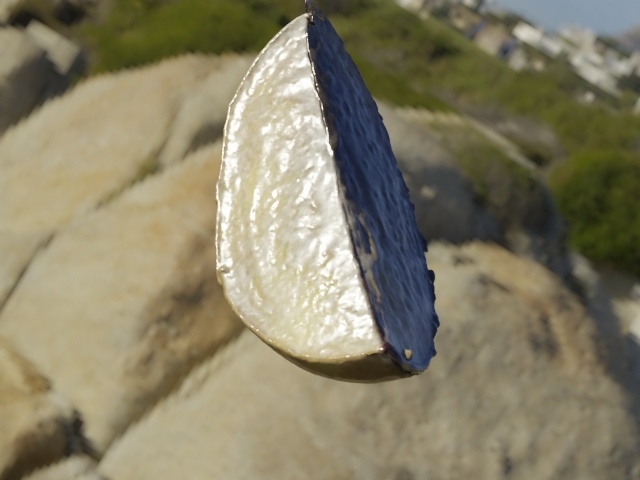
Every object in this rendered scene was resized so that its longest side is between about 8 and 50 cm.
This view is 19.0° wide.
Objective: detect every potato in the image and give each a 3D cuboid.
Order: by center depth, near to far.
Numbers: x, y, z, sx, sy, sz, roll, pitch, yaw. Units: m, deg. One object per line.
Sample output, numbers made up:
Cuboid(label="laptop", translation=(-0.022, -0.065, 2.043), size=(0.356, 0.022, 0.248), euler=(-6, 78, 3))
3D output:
Cuboid(label="potato", translation=(-0.002, -0.001, 1.158), size=(0.120, 0.100, 0.261), euler=(45, 27, -51))
